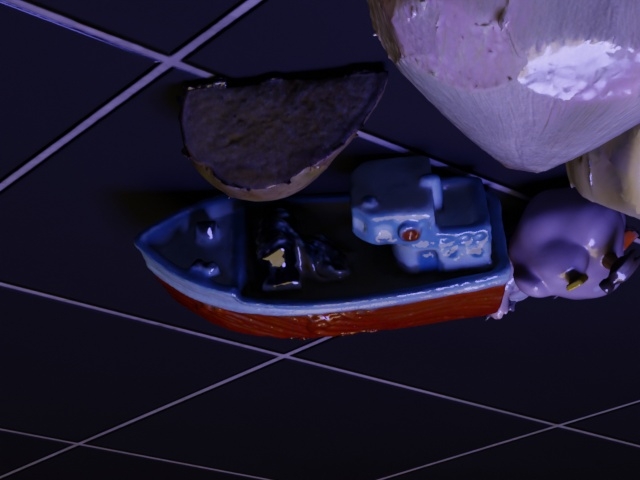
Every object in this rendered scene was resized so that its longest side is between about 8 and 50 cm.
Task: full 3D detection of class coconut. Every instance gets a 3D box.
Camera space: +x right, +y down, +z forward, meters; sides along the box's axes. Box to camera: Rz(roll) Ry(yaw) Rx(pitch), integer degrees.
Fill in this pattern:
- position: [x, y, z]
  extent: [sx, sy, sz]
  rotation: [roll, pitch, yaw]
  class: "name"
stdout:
- position: [0.125, -0.154, 0.779]
  extent: [0.224, 0.224, 0.234]
  rotation: [7, 115, -17]
  class: "coconut"

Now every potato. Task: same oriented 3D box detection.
- position: [-0.022, -0.077, 1.148]
  extent: [0.172, 0.100, 0.089]
  rotation: [-7, 160, 7]
  class: "potato"

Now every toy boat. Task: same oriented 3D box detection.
- position: [0.000, 0.000, 1.275]
  extent: [0.332, 0.145, 0.133]
  rotation: [-5, 134, 4]
  class: "toy boat"

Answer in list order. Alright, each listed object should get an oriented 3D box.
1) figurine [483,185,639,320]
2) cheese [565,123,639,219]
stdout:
- position: [0.220, 0.010, 1.336]
  extent: [0.137, 0.112, 0.229]
  rotation: [-27, 178, -30]
  class: "figurine"
- position: [0.312, -0.126, 0.885]
  extent: [0.260, 0.128, 0.315]
  rotation: [17, 120, -5]
  class: "cheese"
